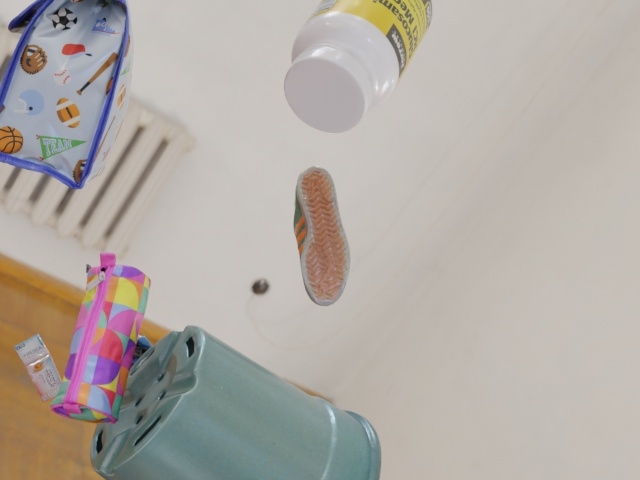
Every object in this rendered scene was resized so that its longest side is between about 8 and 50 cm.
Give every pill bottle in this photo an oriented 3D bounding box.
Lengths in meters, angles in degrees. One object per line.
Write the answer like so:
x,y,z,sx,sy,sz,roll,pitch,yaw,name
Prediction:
0.064,-0.335,1.473,0.188,0.188,0.334,33,48,-6,pill bottle

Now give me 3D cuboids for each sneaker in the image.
0.000,0.000,1.851,0.108,0.302,0.121,-3,-17,-6,sneaker

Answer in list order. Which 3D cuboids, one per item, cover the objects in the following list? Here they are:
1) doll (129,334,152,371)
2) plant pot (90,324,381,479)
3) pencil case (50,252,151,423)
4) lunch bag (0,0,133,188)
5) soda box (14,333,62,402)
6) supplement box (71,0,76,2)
-0.397,0.250,1.764,0.188,0.129,0.046,8,-12,-11,doll
-0.144,0.323,1.322,0.334,0.341,0.341,41,12,-22,plant pot
-0.316,0.144,1.252,0.104,0.104,0.236,24,62,-35,pencil case
-0.469,-0.321,1.635,0.238,0.386,0.328,21,6,-13,lunch bag
-0.613,0.283,1.895,0.058,0.183,0.063,-29,62,-22,soda box
-0.288,-0.358,0.995,0.239,0.130,0.073,35,-29,43,supplement box
